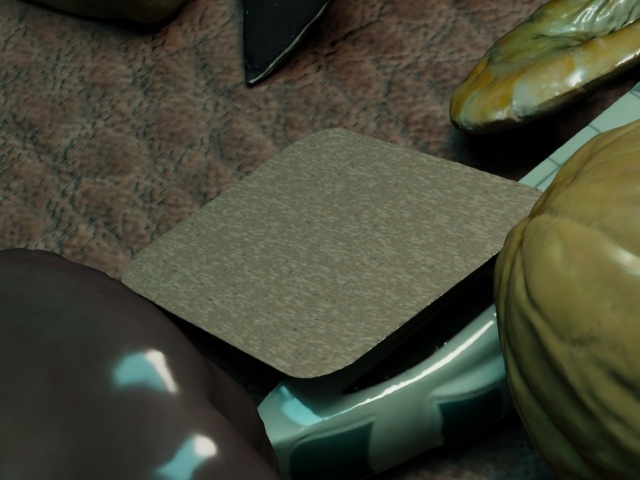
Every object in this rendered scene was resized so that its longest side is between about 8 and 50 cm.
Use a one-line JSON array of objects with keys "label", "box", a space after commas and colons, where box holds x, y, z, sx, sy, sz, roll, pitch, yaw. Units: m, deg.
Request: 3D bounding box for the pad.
[{"label": "pad", "box": [0.000, 0.000, 1.144, 0.176, 0.002, 0.266, -37, 27, -18]}]

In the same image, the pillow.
[{"label": "pillow", "box": [-0.021, -0.218, 1.343, 0.055, 0.141, 0.208, 19, 41, -33]}]

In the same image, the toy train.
[{"label": "toy train", "box": [0.123, 0.026, 1.132, 0.407, 0.086, 0.088, -38, 62, -21]}]

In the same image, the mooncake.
[{"label": "mooncake", "box": [-0.186, 0.187, 0.927, 0.381, 0.212, 0.350, -42, 64, -4]}]

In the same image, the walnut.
[{"label": "walnut", "box": [0.213, 0.050, 0.997, 0.261, 0.225, 0.225, 28, 53, -12]}]

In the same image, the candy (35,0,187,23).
[{"label": "candy", "box": [-0.182, -0.224, 1.377, 0.234, 0.102, 0.104, 22, 57, 23]}]

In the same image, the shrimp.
[{"label": "shrimp", "box": [0.191, -0.136, 1.225, 0.254, 0.059, 0.145, -26, 10, -6]}]
